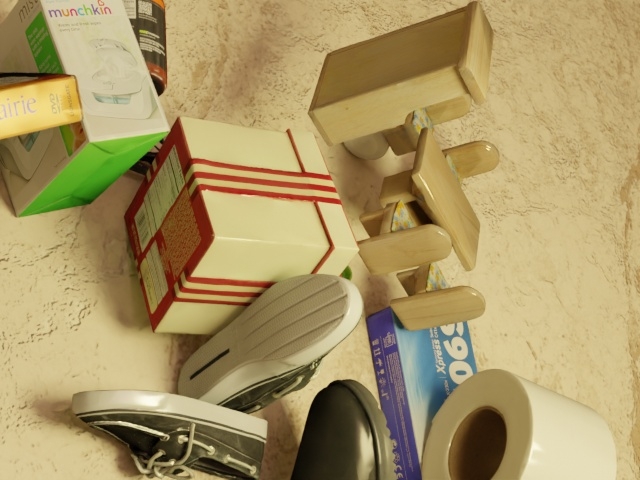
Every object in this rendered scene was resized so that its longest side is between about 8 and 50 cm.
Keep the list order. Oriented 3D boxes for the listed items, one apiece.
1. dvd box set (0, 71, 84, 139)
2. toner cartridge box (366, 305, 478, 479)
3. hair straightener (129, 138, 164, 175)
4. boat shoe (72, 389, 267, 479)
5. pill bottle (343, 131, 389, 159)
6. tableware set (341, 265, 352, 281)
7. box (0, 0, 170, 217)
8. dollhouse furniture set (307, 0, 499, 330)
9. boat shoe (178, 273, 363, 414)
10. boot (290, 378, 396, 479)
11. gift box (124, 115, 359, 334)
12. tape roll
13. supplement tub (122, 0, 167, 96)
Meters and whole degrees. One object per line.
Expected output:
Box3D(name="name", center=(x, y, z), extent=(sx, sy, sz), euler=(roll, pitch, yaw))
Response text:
Box3D(name="dvd box set", center=(-0.538, -0.134, 1.259), extent=(0.420, 0.308, 0.062), euler=(-20, 111, -40))
Box3D(name="toner cartridge box", center=(0.187, 0.280, 1.755), extent=(0.165, 0.075, 0.348), euler=(3, 68, -35))
Box3D(name="hair straightener", center=(-0.267, -0.135, 1.634), extent=(0.230, 0.047, 0.089), euler=(16, 60, -26))
Box3D(name="boat shoe", center=(-0.199, 0.270, 1.450), extent=(0.306, 0.113, 0.105), euler=(25, 61, -45))
Box3D(name="pill bottle", center=(0.101, -0.222, 1.914), extent=(0.086, 0.086, 0.152), euler=(38, 52, -17))
Box3D(name="tableware set", center=(0.000, 0.000, 1.778), extent=(0.104, 0.024, 0.154), euler=(-4, 72, -38))
Box3D(name="box", center=(-0.342, -0.190, 1.451), extent=(0.127, 0.262, 0.231), euler=(-14, 80, -40))
Box3D(name="dollhouse furniture set", center=(0.195, -0.133, 1.680), extent=(0.394, 0.256, 0.362), euler=(56, 33, -34))
Box3D(name="boat shoe", center=(-0.052, 0.146, 1.479), extent=(0.119, 0.335, 0.121), euler=(25, 48, -38))
Box3D(name="boot", center=(-0.114, 0.382, 1.400), extent=(0.445, 0.146, 0.367), euler=(-1, 87, -35))
Box3D(name="gift box", center=(-0.117, -0.008, 1.553), extent=(0.258, 0.276, 0.255), euler=(4, 54, -32))
Box3D(name="tape roll", center=(0.290, 0.331, 1.598), extent=(0.169, 0.246, 0.246), euler=(25, 57, -25))
Box3D(name="supplement tub", center=(-0.288, -0.317, 1.654), extent=(0.106, 0.106, 0.198), euler=(11, 63, -33))
